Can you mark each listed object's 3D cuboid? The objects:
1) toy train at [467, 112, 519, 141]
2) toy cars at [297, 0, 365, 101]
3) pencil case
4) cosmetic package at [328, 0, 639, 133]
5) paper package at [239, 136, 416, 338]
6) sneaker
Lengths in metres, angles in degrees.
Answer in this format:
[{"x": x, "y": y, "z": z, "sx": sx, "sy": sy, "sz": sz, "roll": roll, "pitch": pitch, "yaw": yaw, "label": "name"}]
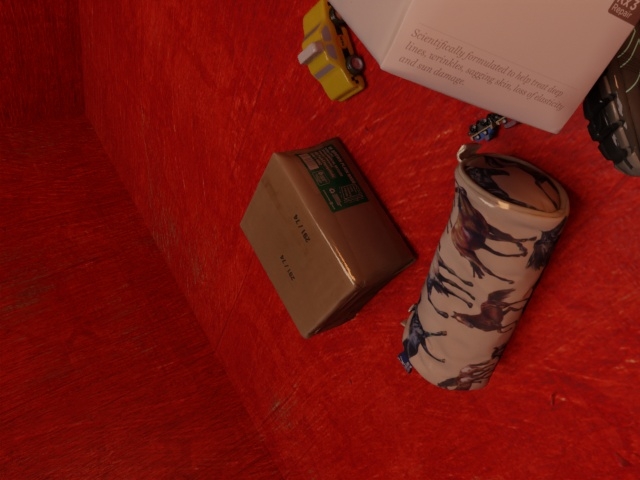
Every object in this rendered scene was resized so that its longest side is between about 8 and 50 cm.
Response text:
[{"x": 0.273, "y": -0.180, "z": 0.762, "sx": 0.036, "sy": 0.027, "sz": 0.158, "roll": 58, "pitch": 148, "yaw": -3, "label": "toy train"}, {"x": 0.016, "y": -0.437, "z": 0.937, "sx": 0.176, "sy": 0.087, "sz": 0.393, "roll": 41, "pitch": 139, "yaw": 36, "label": "toy cars"}, {"x": 0.236, "y": 0.057, "z": 0.830, "sx": 0.184, "sy": 0.160, "sz": 0.410, "roll": 31, "pitch": 134, "yaw": 25, "label": "pencil case"}, {"x": 0.127, "y": -0.291, "z": 0.574, "sx": 0.384, "sy": 0.217, "sz": 0.156, "roll": -105, "pitch": 35, "yaw": -49, "label": "cosmetic package"}, {"x": 0.000, "y": 0.000, "z": 1.148, "sx": 0.324, "sy": 0.168, "sz": 0.309, "roll": 59, "pitch": 146, "yaw": 16, "label": "paper package"}, {"x": 0.326, "y": -0.202, "z": 0.558, "sx": 0.101, "sy": 0.106, "sz": 0.267, "roll": 11, "pitch": -113, "yaw": -78, "label": "sneaker"}]
